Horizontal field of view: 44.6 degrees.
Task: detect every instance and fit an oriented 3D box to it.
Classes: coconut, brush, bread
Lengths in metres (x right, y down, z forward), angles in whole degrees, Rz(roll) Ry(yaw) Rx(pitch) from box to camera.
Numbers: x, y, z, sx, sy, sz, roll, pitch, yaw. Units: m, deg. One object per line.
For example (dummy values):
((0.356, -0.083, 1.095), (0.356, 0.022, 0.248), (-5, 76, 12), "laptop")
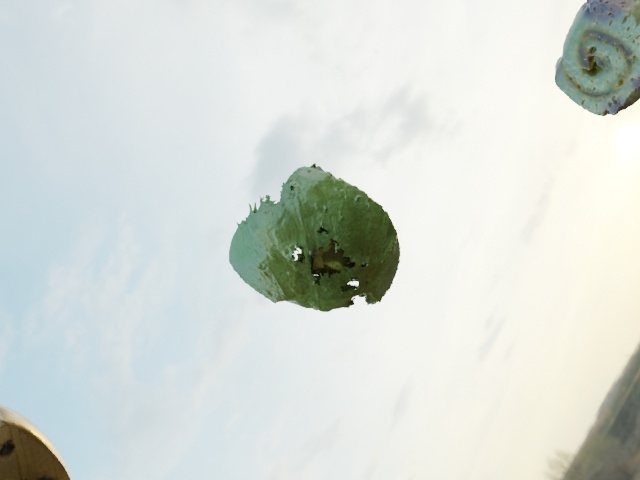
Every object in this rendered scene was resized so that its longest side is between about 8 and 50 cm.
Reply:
((-0.001, 0.003, 0.686), (0.055, 0.158, 0.133), (-120, 28, -68), "coconut")
((-0.371, 0.334, 0.963), (0.174, 0.166, 0.267), (-24, -55, -40), "brush")
((0.504, -0.341, 1.126), (0.338, 0.155, 0.187), (-42, -20, -20), "bread")
